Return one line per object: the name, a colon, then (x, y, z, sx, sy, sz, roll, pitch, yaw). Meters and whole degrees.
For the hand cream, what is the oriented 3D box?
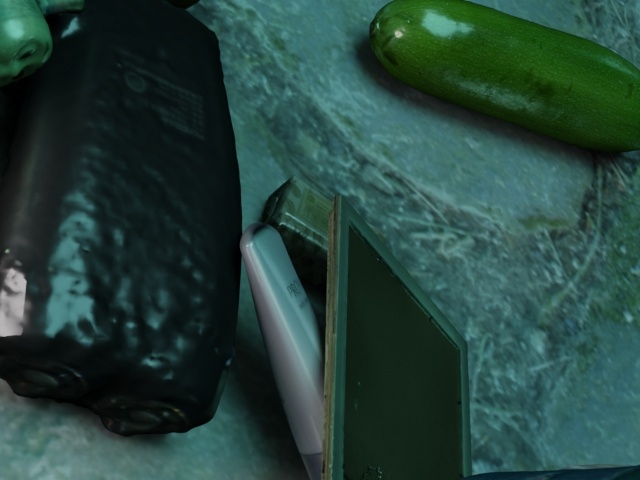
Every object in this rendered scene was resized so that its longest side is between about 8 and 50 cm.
hand cream: (-0.004, 0.108, 1.129, 0.079, 0.048, 0.255, -59, 131, -81)

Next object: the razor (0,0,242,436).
razor: (-0.141, -0.033, 1.119, 0.189, 0.107, 0.327, 23, 50, -31)

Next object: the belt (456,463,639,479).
belt: (0.144, 0.314, 1.021, 0.436, 0.173, 0.300, -44, 117, -50)

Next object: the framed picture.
framed picture: (0.058, 0.143, 1.160, 0.231, 0.018, 0.293, 49, 33, -44)

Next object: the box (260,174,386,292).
box: (0.000, 0.000, 1.258, 0.098, 0.045, 0.062, 33, 47, -17)

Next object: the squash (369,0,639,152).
squash: (0.205, -0.150, 1.491, 0.379, 0.101, 0.101, 17, 53, -32)

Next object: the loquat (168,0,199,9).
loquat: (-0.142, -0.299, 1.220, 0.246, 0.213, 0.213, 54, 41, -20)

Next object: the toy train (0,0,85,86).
toy train: (-0.293, -0.209, 1.061, 0.221, 0.150, 0.304, -20, 74, -32)
